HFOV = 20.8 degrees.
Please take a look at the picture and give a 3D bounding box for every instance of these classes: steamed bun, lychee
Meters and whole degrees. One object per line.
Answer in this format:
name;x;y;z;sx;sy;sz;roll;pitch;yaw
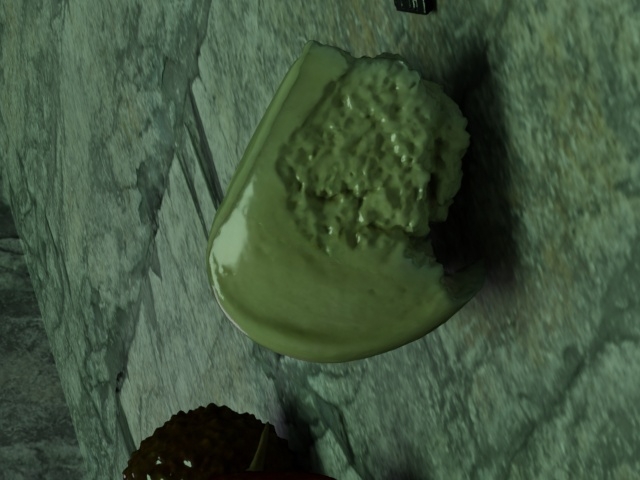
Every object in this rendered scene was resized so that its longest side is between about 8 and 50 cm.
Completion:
steamed bun;0.024;-0.020;1.123;0.225;0.170;0.200;-116;47;-85
lychee;-0.098;0.250;1.605;0.238;0.200;0.200;-164;63;-83

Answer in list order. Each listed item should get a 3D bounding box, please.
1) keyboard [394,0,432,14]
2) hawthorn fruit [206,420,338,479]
keyboard;0.045;-0.242;1.103;0.063;0.010;0.198;-152;51;-70
hawthorn fruit;-0.022;0.305;1.325;0.261;0.258;0.258;34;141;26
